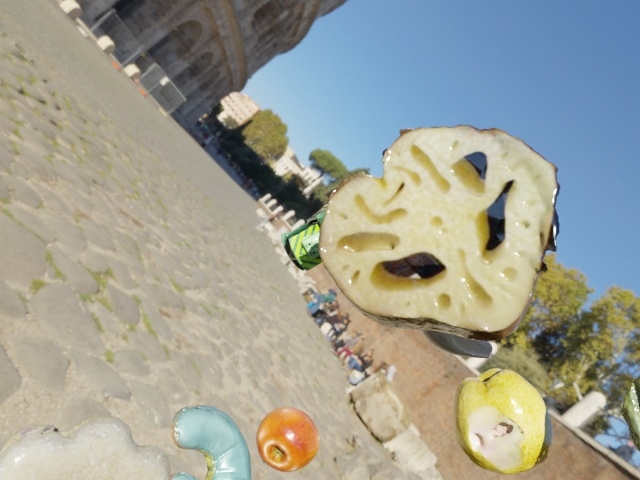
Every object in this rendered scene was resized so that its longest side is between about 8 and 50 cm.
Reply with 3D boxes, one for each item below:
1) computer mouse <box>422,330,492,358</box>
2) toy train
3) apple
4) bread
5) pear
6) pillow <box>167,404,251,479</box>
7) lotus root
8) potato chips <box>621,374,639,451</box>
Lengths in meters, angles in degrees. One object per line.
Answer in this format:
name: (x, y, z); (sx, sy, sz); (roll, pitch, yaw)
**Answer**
computer mouse: (0.425, 0.315, 1.471); (0.269, 0.100, 0.170); (27, 9, -21)
toy train: (0.000, 0.000, 1.098); (0.139, 0.178, 0.330); (61, -4, -4)
apple: (-0.086, 0.509, 1.143); (0.163, 0.163, 0.139); (50, 15, 10)
bread: (-0.381, 0.423, 0.784); (0.101, 0.183, 0.337); (-14, -58, 48)
pear: (0.318, 0.315, 0.795); (0.178, 0.178, 0.178); (50, -2, 2)
pillow: (-0.202, 0.417, 0.825); (0.214, 0.086, 0.233); (52, 17, -39)
lotus root: (0.192, -0.014, 0.728); (0.375, 0.390, 0.111); (64, 8, 33)
potato chips: (0.436, 0.259, 0.539); (0.028, 0.091, 0.208); (29, 44, -34)
